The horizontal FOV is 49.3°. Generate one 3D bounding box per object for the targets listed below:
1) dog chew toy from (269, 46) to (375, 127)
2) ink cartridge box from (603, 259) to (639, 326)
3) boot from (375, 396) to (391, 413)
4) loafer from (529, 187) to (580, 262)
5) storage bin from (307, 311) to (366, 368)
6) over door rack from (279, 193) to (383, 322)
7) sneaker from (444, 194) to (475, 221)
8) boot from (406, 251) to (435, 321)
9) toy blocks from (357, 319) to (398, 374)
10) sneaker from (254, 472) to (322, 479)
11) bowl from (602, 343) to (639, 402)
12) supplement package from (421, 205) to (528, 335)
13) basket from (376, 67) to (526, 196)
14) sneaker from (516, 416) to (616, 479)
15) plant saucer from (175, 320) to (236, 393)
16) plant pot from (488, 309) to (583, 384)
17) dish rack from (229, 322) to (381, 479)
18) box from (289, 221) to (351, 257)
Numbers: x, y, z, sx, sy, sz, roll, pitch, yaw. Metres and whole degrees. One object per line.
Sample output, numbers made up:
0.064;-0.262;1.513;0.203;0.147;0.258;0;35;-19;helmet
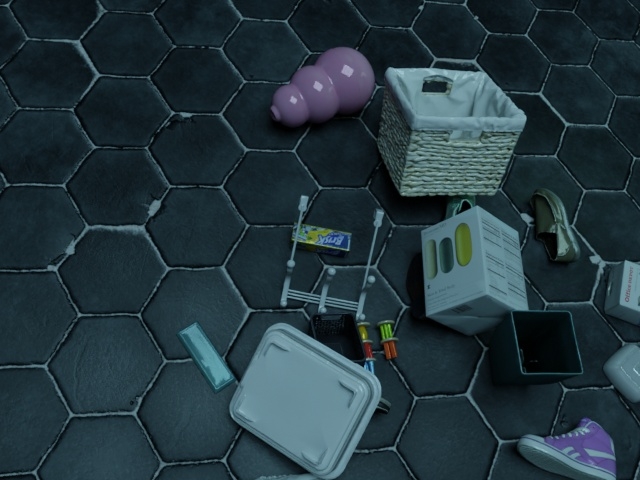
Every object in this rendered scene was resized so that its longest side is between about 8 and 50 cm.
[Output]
-0.001;-0.450;2.117;0.332;0.206;0.206;-29;73;-14;dog chew toy
0.966;0.172;2.063;0.212;0.093;0.154;20;63;1;ink cartridge box
0.048;0.454;1.751;0.236;0.085;0.178;14;65;3;boot
0.698;-0.045;2.111;0.087;0.094;0.251;-12;68;-21;loafer
0.039;0.275;1.793;0.122;0.084;0.180;-1;38;-12;storage bin
0.031;0.043;1.884;0.239;0.108;0.324;12;83;-6;over door rack
0.427;-0.107;2.055;0.094;0.151;0.256;17;62;-2;sneaker
0.309;0.141;1.974;0.106;0.082;0.219;25;48;-28;boot
0.153;0.293;1.864;0.123;0.054;0.148;-3;65;-12;toy blocks
-0.106;0.594;1.656;0.235;0.090;0.095;-11;32;-28;sneaker
0.894;0.372;1.975;0.142;0.053;0.142;-34;77;-23;bowl
0.413;0.087;1.885;0.198;0.199;0.262;26;52;-36;supplement package
0.358;-0.312;2.014;0.328;0.266;0.331;-1;36;-12;basket
0.646;0.530;1.831;0.282;0.102;0.161;24;59;-11;sneaker
-0.295;0.297;1.795;0.067;0.018;0.192;-31;73;-23;plant saucer
0.541;0.301;1.836;0.166;0.234;0.165;2;64;-11;plant pot
-0.052;0.384;1.667;0.333;0.072;0.285;28;94;20;dish rack
0.000;0.000;1.974;0.169;0.054;0.059;10;64;-5;box
